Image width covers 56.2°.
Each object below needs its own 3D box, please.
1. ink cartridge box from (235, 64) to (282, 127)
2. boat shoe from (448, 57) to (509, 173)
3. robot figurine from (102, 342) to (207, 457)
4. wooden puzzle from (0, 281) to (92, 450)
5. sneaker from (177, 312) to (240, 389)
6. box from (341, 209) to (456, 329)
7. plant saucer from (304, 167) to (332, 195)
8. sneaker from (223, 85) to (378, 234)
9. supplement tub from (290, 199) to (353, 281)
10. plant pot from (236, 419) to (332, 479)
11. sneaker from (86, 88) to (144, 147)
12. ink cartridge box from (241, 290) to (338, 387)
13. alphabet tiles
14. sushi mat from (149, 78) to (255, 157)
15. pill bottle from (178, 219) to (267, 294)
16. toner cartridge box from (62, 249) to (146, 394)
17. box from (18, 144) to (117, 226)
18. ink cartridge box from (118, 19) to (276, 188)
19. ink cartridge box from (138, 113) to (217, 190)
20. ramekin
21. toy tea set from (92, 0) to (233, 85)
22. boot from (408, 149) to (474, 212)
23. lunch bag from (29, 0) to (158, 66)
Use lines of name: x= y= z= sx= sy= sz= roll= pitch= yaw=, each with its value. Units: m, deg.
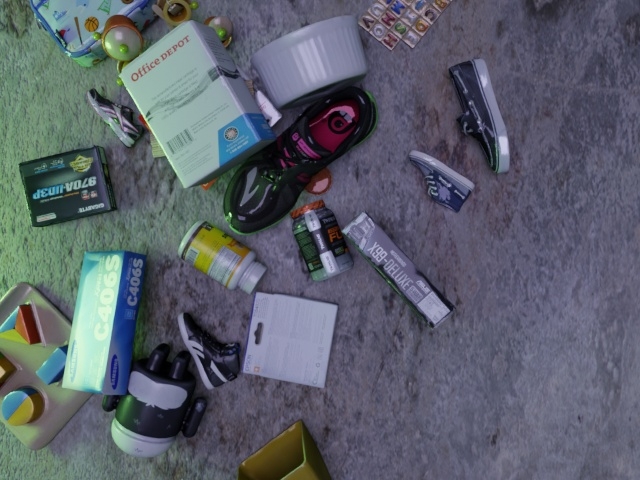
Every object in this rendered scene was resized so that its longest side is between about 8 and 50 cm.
ink cartridge box: x=-0.190 y=-0.350 z=1.556 sx=0.104 sy=0.060 sz=0.180 roll=-42 pitch=89 yaw=4
boat shoe: x=0.394 y=-0.306 z=1.508 sx=0.102 sy=0.108 sz=0.302 roll=-14 pitch=87 yaw=3
robot figurine: x=-0.420 y=0.408 z=1.523 sx=0.209 sy=0.173 sz=0.278 roll=21 pitch=92 yaw=35
wooden puzzle: x=-0.777 y=0.336 z=1.582 sx=0.348 sy=0.080 sz=0.322 roll=42 pitch=92 yaw=1
sneaker: x=-0.278 y=0.269 z=1.565 sx=0.121 sy=0.079 sz=0.217 roll=-23 pitch=98 yaw=0
box: x=0.180 y=0.066 z=1.454 sx=0.076 sy=0.242 sz=0.307 roll=-43 pitch=88 yaw=3
plant saucer: x=-0.010 y=-0.159 z=1.573 sx=0.083 sy=0.013 sz=0.084 roll=0 pitch=90 yaw=2
sneaker: x=-0.064 y=-0.214 z=1.469 sx=0.483 sy=0.202 sz=0.185 roll=-45 pitch=83 yaw=0
supplement tub: x=0.000 y=0.000 z=1.523 sx=0.116 sy=0.117 sz=0.191 roll=-22 pitch=90 yaw=3
plant pot: x=-0.071 y=0.623 z=1.499 sx=0.212 sy=0.212 sz=0.187 roll=-38 pitch=102 yaw=3
sneaker: x=-0.535 y=-0.331 z=1.579 sx=0.077 sy=0.072 sz=0.178 roll=-40 pitch=97 yaw=-9
ink cartridge box: x=-0.079 y=0.255 z=1.565 sx=0.223 sy=0.045 sz=0.224 roll=10 pitch=91 yaw=4
alphabet tiles: x=0.215 y=-0.623 z=1.561 sx=0.198 sy=0.009 sz=0.237 roll=40 pitch=92 yaw=2
sushi mat: x=-0.307 y=-0.311 z=1.542 sx=0.316 sy=0.019 sz=0.152 roll=-7 pitch=100 yaw=16
pill bottle: x=-0.247 y=0.048 z=1.535 sx=0.214 sy=0.117 sz=0.117 roll=33 pitch=92 yaw=2
toner cartridge box: x=-0.541 y=0.201 z=1.504 sx=0.165 sy=0.075 sz=0.348 roll=-3 pitch=76 yaw=35
box: x=-0.668 y=-0.142 z=1.586 sx=0.220 sy=0.051 sz=0.175 roll=-12 pitch=90 yaw=2
ink cartridge box: x=-0.282 y=-0.311 z=1.395 sx=0.223 sy=0.129 sz=0.308 roll=-29 pitch=93 yaw=19
ink cartridge box: x=-0.314 y=-0.299 z=1.505 sx=0.239 sy=0.060 sz=0.275 roll=-44 pitch=88 yaw=17
ramekin: x=-0.018 y=-0.421 z=1.448 sx=0.277 sy=0.277 sz=0.135 roll=-21 pitch=97 yaw=3
toy tea set: x=-0.383 y=-0.497 z=1.494 sx=0.335 sy=0.200 sz=0.124 roll=-25 pitch=47 yaw=0
boot: x=0.295 y=-0.151 z=1.530 sx=0.189 sy=0.069 sz=0.086 roll=31 pitch=89 yaw=0
lunch bag: x=-0.588 y=-0.617 z=1.550 sx=0.303 sy=0.115 sz=0.243 roll=-35 pitch=87 yaw=1
